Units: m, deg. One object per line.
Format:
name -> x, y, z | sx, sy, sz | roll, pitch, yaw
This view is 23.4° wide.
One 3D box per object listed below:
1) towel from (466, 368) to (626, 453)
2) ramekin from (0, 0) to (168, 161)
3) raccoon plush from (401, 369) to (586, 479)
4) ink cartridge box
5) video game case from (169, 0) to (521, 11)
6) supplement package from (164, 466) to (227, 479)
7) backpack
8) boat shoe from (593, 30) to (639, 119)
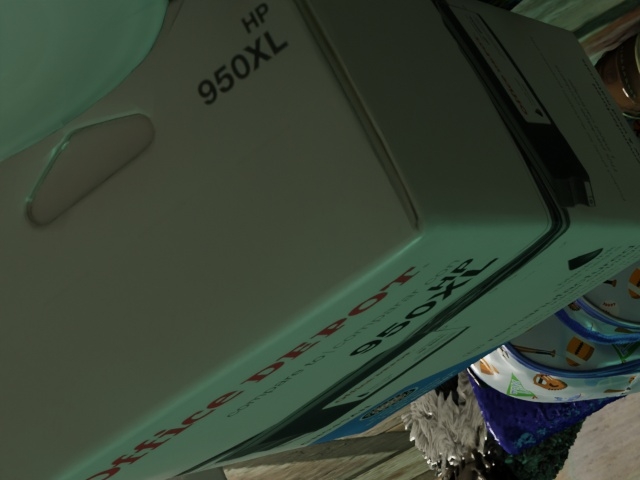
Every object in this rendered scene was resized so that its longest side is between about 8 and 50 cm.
towel -> 0.277, 0.055, 1.539 | 0.308, 0.228, 0.076 | -32, 150, 25
ramekin -> -0.193, -0.100, 0.496 | 0.272, 0.127, 0.273 | -19, 167, -4
raccoon plush -> 0.273, 0.253, 1.854 | 0.299, 0.446, 0.216 | 10, 165, -30
ink cartridge box -> 0.000, 0.000, 0.883 | 0.285, 0.166, 0.395 | -35, 164, 25
video game case -> 0.037, -0.151, 0.864 | 0.232, 0.042, 0.210 | -8, 157, -46
supplement package -> -0.253, 0.351, 1.801 | 0.293, 0.175, 0.177 | -27, 163, 8
backpack -> 0.239, 0.018, 1.346 | 0.263, 0.277, 0.213 | -16, 158, -8
boat shoe -> 0.311, -0.135, 1.267 | 0.095, 0.095, 0.257 | -22, 163, 41
